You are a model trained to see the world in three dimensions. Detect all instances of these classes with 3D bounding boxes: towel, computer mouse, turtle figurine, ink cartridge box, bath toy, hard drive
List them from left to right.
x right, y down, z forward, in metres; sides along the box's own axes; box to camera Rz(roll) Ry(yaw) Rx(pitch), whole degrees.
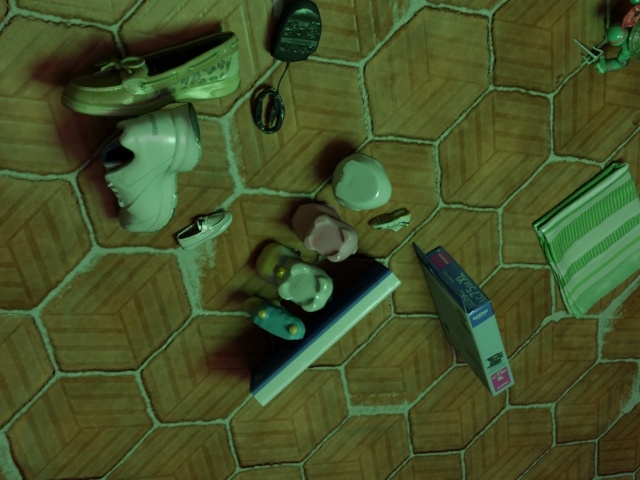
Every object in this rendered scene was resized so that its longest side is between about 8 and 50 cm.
[{"bbox_3d":[-0.058,-0.275,1.885,0.071,0.041,0.242,5,126,-26],"label":"computer mouse"},{"bbox_3d":[0.000,0.000,2.063,0.348,0.151,0.129,-57,170,11],"label":"bath toy"},{"bbox_3d":[0.004,0.161,2.146,0.319,0.210,0.040,-42,94,0],"label":"hard drive"},{"bbox_3d":[0.279,0.142,2.308,0.065,0.186,0.311,-32,134,-6],"label":"ink cartridge box"},{"bbox_3d":[0.585,0.001,2.511,0.248,0.038,0.325,-38,135,-5],"label":"towel"},{"bbox_3d":[0.565,-0.373,2.171,0.234,0.118,0.175,2,121,-41],"label":"turtle figurine"}]

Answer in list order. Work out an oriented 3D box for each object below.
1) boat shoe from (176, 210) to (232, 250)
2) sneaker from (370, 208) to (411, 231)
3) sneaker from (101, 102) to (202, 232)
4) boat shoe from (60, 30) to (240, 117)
[{"bbox_3d":[-0.194,-0.023,1.980,0.100,0.035,0.035,-31,137,-2],"label":"boat shoe"},{"bbox_3d":[0.130,-0.029,2.190,0.083,0.032,0.037,-16,129,-23],"label":"sneaker"},{"bbox_3d":[-0.270,-0.107,1.777,0.129,0.111,0.297,-4,150,-23],"label":"sneaker"},{"bbox_3d":[-0.246,-0.245,1.741,0.285,0.104,0.089,-18,126,-35],"label":"boat shoe"}]
